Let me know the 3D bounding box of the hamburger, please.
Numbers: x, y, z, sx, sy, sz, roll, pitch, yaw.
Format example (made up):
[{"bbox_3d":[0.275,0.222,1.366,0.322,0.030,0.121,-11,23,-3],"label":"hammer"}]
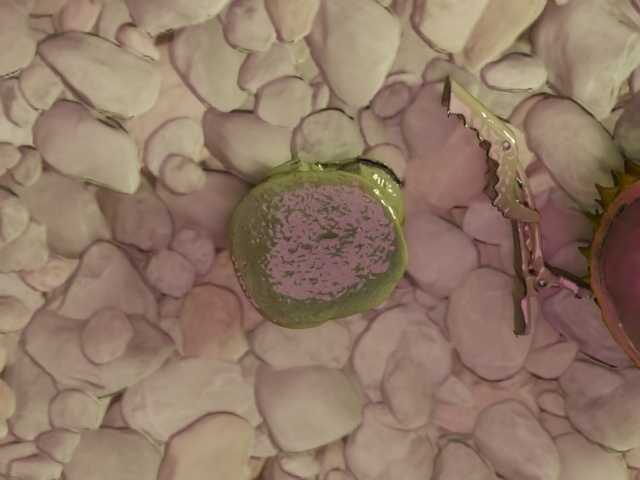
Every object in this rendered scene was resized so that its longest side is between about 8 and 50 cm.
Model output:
[{"bbox_3d":[0.000,0.000,1.484,0.140,0.062,0.133,-12,109,0],"label":"hamburger"}]

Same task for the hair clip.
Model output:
[{"bbox_3d":[0.154,-0.034,1.504,0.072,0.034,0.226,-21,111,-2],"label":"hair clip"}]

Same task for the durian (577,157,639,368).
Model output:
[{"bbox_3d":[0.297,0.032,1.494,0.187,0.153,0.260,-5,114,11],"label":"durian"}]
